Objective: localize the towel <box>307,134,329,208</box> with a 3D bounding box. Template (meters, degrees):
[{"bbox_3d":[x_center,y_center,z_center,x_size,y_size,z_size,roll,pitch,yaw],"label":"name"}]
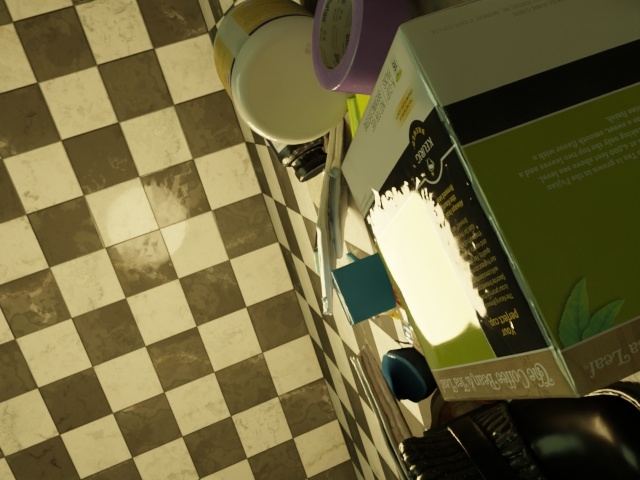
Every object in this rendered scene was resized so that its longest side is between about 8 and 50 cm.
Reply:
[{"bbox_3d":[-0.002,-0.196,1.712,0.187,0.049,0.282,-131,25,-57],"label":"towel"}]

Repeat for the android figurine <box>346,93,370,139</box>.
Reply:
[{"bbox_3d":[0.119,-0.194,1.082,0.248,0.056,0.273,-151,47,-64],"label":"android figurine"}]

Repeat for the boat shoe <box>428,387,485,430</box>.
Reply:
[{"bbox_3d":[0.282,0.412,1.279,0.116,0.123,0.324,54,163,46],"label":"boat shoe"}]

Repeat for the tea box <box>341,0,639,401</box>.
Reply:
[{"bbox_3d":[0.198,-0.025,0.651,0.329,0.220,0.323,116,133,-75],"label":"tea box"}]

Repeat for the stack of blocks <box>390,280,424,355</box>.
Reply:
[{"bbox_3d":[0.193,0.069,1.164,0.171,0.087,0.297,-139,31,-67],"label":"stack of blocks"}]

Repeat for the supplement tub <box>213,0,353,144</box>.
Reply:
[{"bbox_3d":[-0.086,-0.358,1.303,0.331,0.241,0.241,-120,14,-56],"label":"supplement tub"}]

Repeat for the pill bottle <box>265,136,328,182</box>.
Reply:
[{"bbox_3d":[-0.068,-0.254,1.541,0.219,0.123,0.123,58,167,4],"label":"pill bottle"}]

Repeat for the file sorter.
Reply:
[{"bbox_3d":[0.120,0.095,1.351,0.104,0.170,0.118,101,147,-76],"label":"file sorter"}]

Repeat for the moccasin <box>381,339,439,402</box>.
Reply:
[{"bbox_3d":[0.202,0.264,1.375,0.137,0.117,0.342,58,171,8],"label":"moccasin"}]

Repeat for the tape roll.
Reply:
[{"bbox_3d":[0.057,-0.319,0.976,0.189,0.080,0.189,-178,90,-68],"label":"tape roll"}]

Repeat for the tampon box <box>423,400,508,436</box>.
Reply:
[{"bbox_3d":[0.278,0.372,1.111,0.101,0.161,0.120,-128,21,-60],"label":"tampon box"}]

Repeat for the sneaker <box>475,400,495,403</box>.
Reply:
[{"bbox_3d":[0.258,0.166,1.003,0.135,0.098,0.276,-126,20,-59],"label":"sneaker"}]

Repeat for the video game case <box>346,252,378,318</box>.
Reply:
[{"bbox_3d":[0.116,0.126,1.799,0.119,0.015,0.166,-136,28,-66],"label":"video game case"}]

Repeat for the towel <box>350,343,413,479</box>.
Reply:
[{"bbox_3d":[0.164,0.405,1.272,0.317,0.053,0.332,63,-178,-55],"label":"towel"}]

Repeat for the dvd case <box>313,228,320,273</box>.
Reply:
[{"bbox_3d":[0.000,0.000,1.417,0.087,0.013,0.119,83,-169,-55],"label":"dvd case"}]

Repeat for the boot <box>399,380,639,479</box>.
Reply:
[{"bbox_3d":[0.258,0.281,0.797,0.348,0.260,0.131,132,117,-78],"label":"boot"}]

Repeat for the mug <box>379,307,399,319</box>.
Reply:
[{"bbox_3d":[0.163,0.157,1.569,0.064,0.078,0.062,180,102,-69],"label":"mug"}]

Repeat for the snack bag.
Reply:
[{"bbox_3d":[0.032,-0.054,1.454,0.323,0.037,0.342,86,-170,-49],"label":"snack bag"}]
